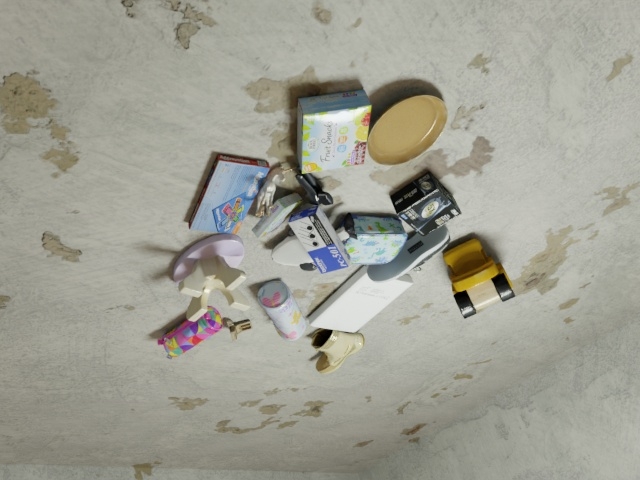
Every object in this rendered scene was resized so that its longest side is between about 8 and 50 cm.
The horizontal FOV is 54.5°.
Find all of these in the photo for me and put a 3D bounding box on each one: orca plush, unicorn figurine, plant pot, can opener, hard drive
[{"bbox_3d":[-0.016,-0.009,1.927,0.287,0.102,0.151,-35,101,24],"label":"orca plush"},{"bbox_3d":[-0.140,-0.133,1.690,0.060,0.111,0.162,23,149,-31],"label":"unicorn figurine"},{"bbox_3d":[0.224,-0.294,1.638,0.236,0.032,0.236,-18,145,-13],"label":"plant pot"},{"bbox_3d":[-0.024,-0.154,1.728,0.073,0.059,0.186,-10,149,21],"label":"can opener"},{"bbox_3d":[0.147,0.224,2.319,0.233,0.047,0.353,14,134,-36],"label":"hard drive"}]

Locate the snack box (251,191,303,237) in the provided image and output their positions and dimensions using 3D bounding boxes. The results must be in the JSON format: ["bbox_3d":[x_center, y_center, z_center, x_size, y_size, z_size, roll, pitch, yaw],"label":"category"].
[{"bbox_3d":[-0.123,-0.073,1.777,0.141,0.037,0.100,-45,170,34],"label":"snack box"}]

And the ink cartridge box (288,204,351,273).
[{"bbox_3d":[0.000,0.000,1.816,0.097,0.046,0.207,-16,122,26],"label":"ink cartridge box"}]

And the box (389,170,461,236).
[{"bbox_3d":[0.325,-0.108,1.914,0.147,0.078,0.180,-32,141,20],"label":"box"}]

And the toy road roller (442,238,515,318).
[{"bbox_3d":[0.556,0.115,2.249,0.202,0.241,0.329,-26,-179,13],"label":"toy road roller"}]

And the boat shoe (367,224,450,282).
[{"bbox_3d":[0.301,0.053,2.097,0.306,0.113,0.105,-38,148,3],"label":"boat shoe"}]

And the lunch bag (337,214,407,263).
[{"bbox_3d":[0.151,0.003,1.984,0.219,0.090,0.176,0,141,-21],"label":"lunch bag"}]

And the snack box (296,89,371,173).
[{"bbox_3d":[0.030,-0.274,1.580,0.174,0.070,0.207,-10,143,-11],"label":"snack box"}]

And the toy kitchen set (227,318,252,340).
[{"bbox_3d":[-0.292,0.309,2.245,0.075,0.083,0.068,-15,103,-2],"label":"toy kitchen set"}]

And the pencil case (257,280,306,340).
[{"bbox_3d":[-0.133,0.248,2.185,0.124,0.113,0.273,21,154,24],"label":"pencil case"}]

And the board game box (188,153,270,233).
[{"bbox_3d":[-0.255,-0.120,1.710,0.145,0.027,0.281,7,138,-27],"label":"board game box"}]

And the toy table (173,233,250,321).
[{"bbox_3d":[-0.330,0.119,1.891,0.252,0.161,0.274,13,134,-35],"label":"toy table"}]

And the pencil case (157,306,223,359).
[{"bbox_3d":[-0.452,0.322,2.170,0.236,0.104,0.104,-33,141,20],"label":"pencil case"}]

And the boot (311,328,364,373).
[{"bbox_3d":[0.026,0.444,2.524,0.203,0.095,0.262,22,128,-42],"label":"boot"}]
